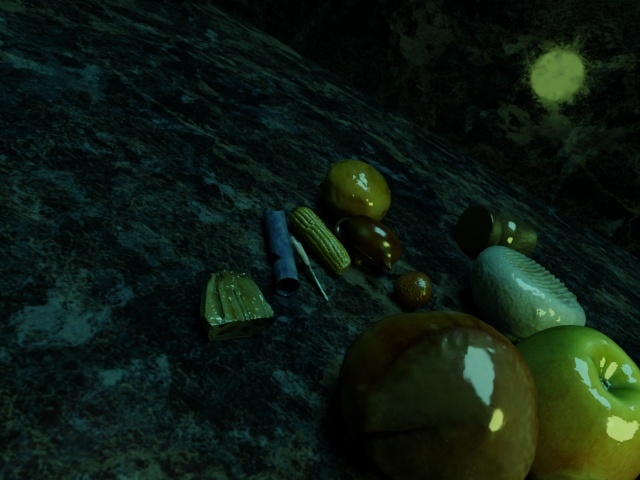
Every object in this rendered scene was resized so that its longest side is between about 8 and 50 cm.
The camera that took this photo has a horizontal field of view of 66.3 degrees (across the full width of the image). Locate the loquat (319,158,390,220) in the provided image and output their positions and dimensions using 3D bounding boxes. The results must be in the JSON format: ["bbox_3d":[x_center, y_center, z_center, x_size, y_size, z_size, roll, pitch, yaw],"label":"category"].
[{"bbox_3d":[0.116,-0.150,1.551,0.238,0.193,0.238,19,27,-10],"label":"loquat"}]

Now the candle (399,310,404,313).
[{"bbox_3d":[0.270,0.242,1.262,0.167,0.021,0.026,39,10,16],"label":"candle"}]

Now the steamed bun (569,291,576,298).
[{"bbox_3d":[0.754,0.217,1.648,0.155,0.140,0.172,30,23,27],"label":"steamed bun"}]

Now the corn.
[{"bbox_3d":[0.000,0.000,1.335,0.080,0.080,0.231,-9,50,-49],"label":"corn"}]

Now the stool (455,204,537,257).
[{"bbox_3d":[0.676,-0.022,1.883,0.264,0.179,0.179,12,34,-31],"label":"stool"}]

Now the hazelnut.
[{"bbox_3d":[0.210,0.282,0.881,0.372,0.315,0.372,47,0,0],"label":"hazelnut"}]

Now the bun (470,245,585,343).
[{"bbox_3d":[0.596,0.174,1.467,0.362,0.211,0.362,26,28,-15],"label":"bun"}]

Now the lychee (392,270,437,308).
[{"bbox_3d":[0.265,0.135,1.341,0.140,0.114,0.101,-6,74,-22],"label":"lychee"}]

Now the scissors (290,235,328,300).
[{"bbox_3d":[-0.025,0.073,1.230,0.189,0.015,0.100,62,1,23],"label":"scissors"}]

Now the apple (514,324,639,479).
[{"bbox_3d":[0.531,0.353,1.039,0.338,0.305,0.338,24,30,-15],"label":"apple"}]

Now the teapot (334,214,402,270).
[{"bbox_3d":[0.125,0.006,1.404,0.252,0.135,0.178,32,-11,41],"label":"teapot"}]

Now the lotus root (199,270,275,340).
[{"bbox_3d":[-0.178,0.130,0.977,0.143,0.070,0.144,4,42,-29],"label":"lotus root"}]

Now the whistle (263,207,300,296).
[{"bbox_3d":[-0.102,0.016,1.232,0.062,0.062,0.304,16,32,-24],"label":"whistle"}]
